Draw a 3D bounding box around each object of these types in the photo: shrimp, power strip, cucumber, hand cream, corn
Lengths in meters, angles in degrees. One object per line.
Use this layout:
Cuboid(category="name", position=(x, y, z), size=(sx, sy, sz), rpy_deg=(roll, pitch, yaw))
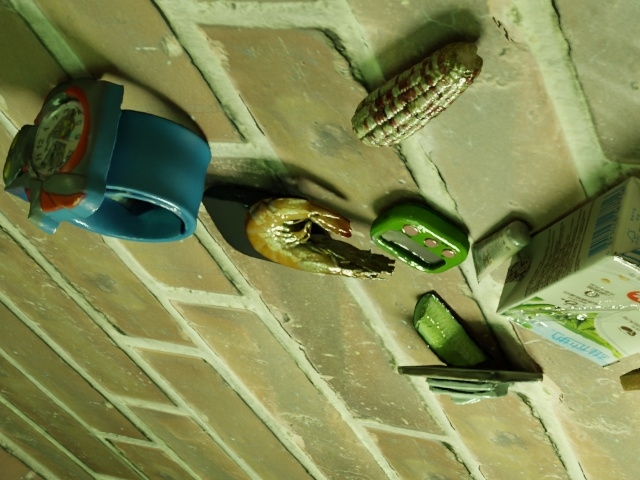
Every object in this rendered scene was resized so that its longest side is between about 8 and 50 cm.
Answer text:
Cuboid(category="shrimp", position=(0.000, 0.000, 1.974), size=(0.248, 0.068, 0.150), rpy_deg=(20, 140, -7))
Cuboid(category="power strip", position=(0.260, 0.254, 2.225), size=(0.213, 0.065, 0.198), rpy_deg=(0, 176, 35))
Cuboid(category="cucumber", position=(0.219, 0.169, 2.193), size=(0.220, 0.070, 0.046), rpy_deg=(45, 175, -36))
Cuboid(category="hand cream", position=(0.263, 0.014, 1.878), size=(0.039, 0.061, 0.143), rpy_deg=(-3, 161, -25))
Cuboid(category="corn", position=(0.121, -0.184, 1.593), size=(0.079, 0.080, 0.237), rpy_deg=(30, 149, -17))

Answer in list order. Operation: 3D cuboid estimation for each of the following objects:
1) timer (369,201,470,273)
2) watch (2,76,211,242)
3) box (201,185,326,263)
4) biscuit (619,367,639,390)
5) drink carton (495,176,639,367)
Cuboid(category="timer", position=(0.151, -0.004, 1.932), size=(0.140, 0.047, 0.128), rpy_deg=(31, 151, -17))
Cuboid(category="watch", position=(-0.331, -0.091, 1.958), size=(0.274, 0.242, 0.305), rpy_deg=(24, 157, -38))
Cuboid(category="box", position=(-0.082, -0.017, 2.087), size=(0.212, 0.042, 0.201), rpy_deg=(10, 152, 24))
Cuboid(category="biscuit", position=(0.572, 0.178, 1.791), size=(0.301, 0.043, 0.278), rpy_deg=(-8, 174, 18))
Cuboid(category="drink carton", position=(0.408, 0.050, 1.744), size=(0.194, 0.132, 0.324), rpy_deg=(27, 155, -11))
